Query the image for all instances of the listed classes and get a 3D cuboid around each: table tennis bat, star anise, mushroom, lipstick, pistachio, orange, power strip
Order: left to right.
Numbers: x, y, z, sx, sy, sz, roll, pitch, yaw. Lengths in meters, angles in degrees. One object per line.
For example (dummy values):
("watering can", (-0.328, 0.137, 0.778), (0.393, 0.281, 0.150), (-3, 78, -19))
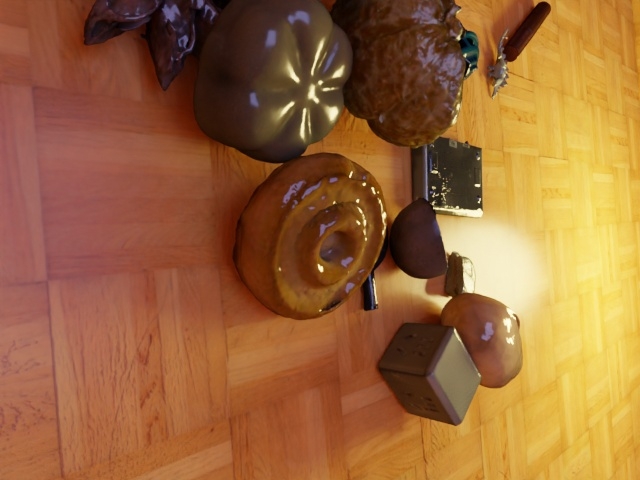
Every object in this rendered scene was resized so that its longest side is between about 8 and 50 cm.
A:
("star anise", (-0.216, -0.380, 0.698), (0.332, 0.118, 0.331), (-3, 95, -43))
("table tennis bat", (0.094, 0.026, 1.018), (0.150, 0.027, 0.236), (-3, 87, -43))
("orange", (0.122, -0.352, 0.923), (0.210, 0.271, 0.368), (-13, 95, -14))
("mushroom", (0.206, 0.005, 1.059), (0.117, 0.141, 0.188), (-20, 118, -11))
("power strip", (0.250, 0.304, 1.062), (0.139, 0.140, 0.224), (-50, 119, -34))
("pistachio", (0.390, 0.235, 1.166), (0.299, 0.188, 0.187), (43, 60, -40))
("lipstick", (0.662, -0.673, 1.568), (0.356, 0.057, 0.057), (-51, 119, -33))

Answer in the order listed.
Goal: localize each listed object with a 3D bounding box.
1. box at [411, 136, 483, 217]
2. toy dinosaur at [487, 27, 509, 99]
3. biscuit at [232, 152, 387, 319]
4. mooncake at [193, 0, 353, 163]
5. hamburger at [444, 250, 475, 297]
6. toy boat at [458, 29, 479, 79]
("box", (0.326, -0.162, 1.229), (0.270, 0.045, 0.210), (3, 86, -42))
("toy dinosaur", (0.527, -0.516, 1.440), (0.082, 0.039, 0.208), (6, 93, -45))
("biscuit", (0.000, 0.000, 0.828), (0.296, 0.102, 0.296), (-19, 121, -33))
("mooncake", (-0.062, -0.246, 0.753), (0.275, 0.135, 0.275), (-41, 148, -33))
("hamburger", (0.361, 0.091, 1.240), (0.084, 0.054, 0.121), (20, 66, -38))
("toy boat", (0.309, -0.403, 1.156), (0.299, 0.092, 0.134), (-32, 147, -37))
